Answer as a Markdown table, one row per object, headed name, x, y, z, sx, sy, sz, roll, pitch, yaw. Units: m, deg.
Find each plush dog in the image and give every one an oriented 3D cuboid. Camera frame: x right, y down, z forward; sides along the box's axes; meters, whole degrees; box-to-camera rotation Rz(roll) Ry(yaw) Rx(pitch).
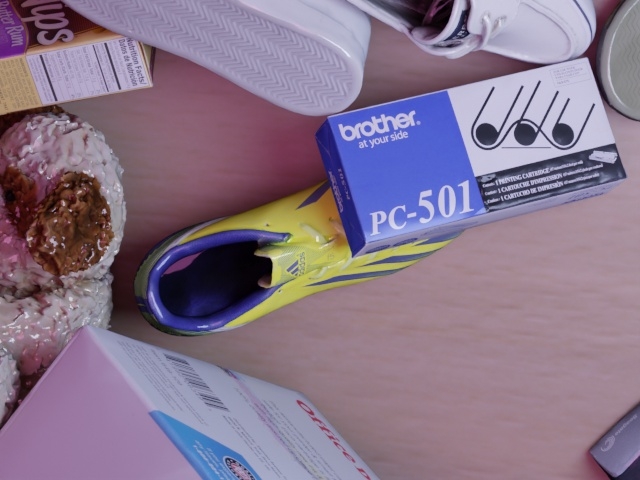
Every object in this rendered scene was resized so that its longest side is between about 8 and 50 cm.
| name | x | y | z | sx | sy | sz | roll | pitch | yaw |
| --- | --- | --- | --- | --- | --- | --- | --- | --- | --- |
| plush dog | -0.210 | 0.015 | 1.444 | 0.210 | 0.262 | 0.225 | 8 | 115 | -30 |

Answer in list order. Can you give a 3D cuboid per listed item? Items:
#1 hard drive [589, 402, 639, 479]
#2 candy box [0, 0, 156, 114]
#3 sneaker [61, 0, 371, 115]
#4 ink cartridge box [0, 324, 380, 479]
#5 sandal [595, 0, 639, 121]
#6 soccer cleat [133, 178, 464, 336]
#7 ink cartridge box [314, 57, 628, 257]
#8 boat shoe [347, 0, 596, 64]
| name | x | y | z | sx | sy | sz | roll | pitch | yaw |
| --- | --- | --- | --- | --- | --- | --- | --- | --- | --- |
| hard drive | 0.351 | 0.150 | 1.483 | 0.254 | 0.054 | 0.172 | -38 | 95 | 11 |
| candy box | -0.215 | -0.145 | 1.445 | 0.186 | 0.109 | 0.053 | -9 | 127 | 6 |
| sneaker | -0.088 | -0.220 | 1.394 | 0.292 | 0.169 | 0.108 | 31 | 135 | -16 |
| ink cartridge box | -0.089 | 0.216 | 1.396 | 0.197 | 0.270 | 0.198 | -52 | 55 | 11 |
| sandal | 0.347 | -0.156 | 1.407 | 0.302 | 0.086 | 0.120 | -10 | 100 | 7 |
| soccer cleat | 0.000 | 0.001 | 1.448 | 0.289 | 0.121 | 0.093 | -21 | 97 | 3 |
| ink cartridge box | 0.109 | -0.061 | 1.413 | 0.207 | 0.046 | 0.097 | -14 | 80 | -16 |
| boat shoe | 0.090 | -0.173 | 1.370 | 0.267 | 0.088 | 0.096 | 27 | 136 | -35 |
